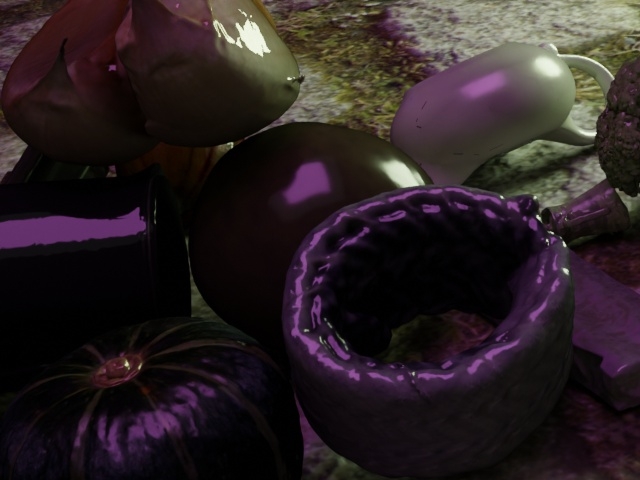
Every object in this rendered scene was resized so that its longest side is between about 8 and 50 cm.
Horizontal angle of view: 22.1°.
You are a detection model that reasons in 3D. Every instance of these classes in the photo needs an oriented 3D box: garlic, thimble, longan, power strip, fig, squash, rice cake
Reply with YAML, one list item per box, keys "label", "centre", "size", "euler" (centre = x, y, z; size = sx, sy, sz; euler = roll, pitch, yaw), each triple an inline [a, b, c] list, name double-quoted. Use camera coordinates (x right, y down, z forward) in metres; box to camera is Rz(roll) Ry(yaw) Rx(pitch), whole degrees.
- label: "garlic"
  centre: [-0.158, -0.179, 1.538]
  size: [0.286, 0.249, 0.313]
  euler: [2, 33, -4]
- label: "thimble"
  centre: [0.091, 0.075, 1.354]
  size: [0.245, 0.157, 0.217]
  euler: [-27, 55, -14]
- label: "longan"
  centre: [0.000, 0.000, 1.548]
  size: [0.248, 0.248, 0.248]
  euler: [-10, 27, 5]
- label: "power strip"
  centre: [-0.296, -0.069, 1.813]
  size: [0.251, 0.092, 0.257]
  euler: [-50, 8, 11]
- label: "fig"
  centre: [-0.147, -0.075, 1.839]
  size: [0.149, 0.148, 0.202]
  euler: [-23, 56, -9]
- label: "squash"
  centre: [-0.137, 0.168, 1.333]
  size: [0.252, 0.165, 0.252]
  euler: [-13, 26, 6]
- label: "rice cake"
  centre: [0.228, 0.065, 1.491]
  size: [0.106, 0.050, 0.298]
  euler: [-23, 29, -17]

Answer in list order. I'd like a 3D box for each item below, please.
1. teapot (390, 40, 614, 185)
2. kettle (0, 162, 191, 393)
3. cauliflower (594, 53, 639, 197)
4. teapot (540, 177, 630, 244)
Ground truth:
- label: "teapot"
  centre: [0.198, -0.132, 1.790]
  size: [0.299, 0.166, 0.208]
  euler: [-14, -15, -16]
- label: "kettle"
  centre: [-0.286, 0.059, 1.529]
  size: [0.307, 0.203, 0.262]
  euler: [-6, 37, 5]
- label: "cauliflower"
  centre: [0.430, -0.107, 1.601]
  size: [0.272, 0.250, 0.275]
  euler: [13, -36, -44]
- label: "teapot"
  centre: [0.263, -0.023, 1.642]
  size: [0.083, 0.057, 0.067]
  euler: [-21, 1, 2]
